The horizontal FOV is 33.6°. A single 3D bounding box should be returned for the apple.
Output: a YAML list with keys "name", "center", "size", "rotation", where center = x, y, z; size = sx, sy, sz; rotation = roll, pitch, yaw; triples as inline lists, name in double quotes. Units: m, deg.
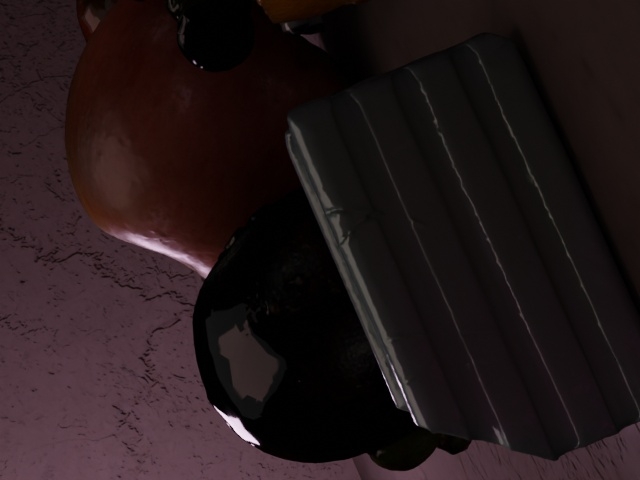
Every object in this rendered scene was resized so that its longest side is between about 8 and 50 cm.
- name: "apple"
  center: [-0.137, -0.126, 1.290]
  size: [0.364, 0.364, 0.363]
  rotation: [158, 90, -83]

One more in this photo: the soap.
- name: "soap"
  center: [0.106, 0.014, 0.753]
  size: [0.095, 0.173, 0.289]
  rotation: [113, 134, -81]

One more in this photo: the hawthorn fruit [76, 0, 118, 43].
- name: "hawthorn fruit"
  center: [-0.321, -0.430, 2.066]
  size: [0.308, 0.308, 0.324]
  rotation: [116, 131, -80]

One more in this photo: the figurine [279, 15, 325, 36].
- name: "figurine"
  center: [-0.049, -0.326, 1.119]
  size: [0.112, 0.137, 0.229]
  rotation: [-12, 97, 39]

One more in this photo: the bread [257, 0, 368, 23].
- name: "bread"
  center: [-0.017, -0.274, 0.973]
  size: [0.134, 0.129, 0.260]
  rotation: [58, -172, -41]

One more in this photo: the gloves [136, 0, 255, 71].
- name: "gloves"
  center: [-0.119, -0.245, 1.041]
  size: [0.135, 0.107, 0.268]
  rotation: [42, -176, -34]

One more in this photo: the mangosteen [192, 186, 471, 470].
- name: "mangosteen"
  center: [0.024, 0.094, 1.112]
  size: [0.330, 0.330, 0.330]
  rotation: [158, 90, -83]
